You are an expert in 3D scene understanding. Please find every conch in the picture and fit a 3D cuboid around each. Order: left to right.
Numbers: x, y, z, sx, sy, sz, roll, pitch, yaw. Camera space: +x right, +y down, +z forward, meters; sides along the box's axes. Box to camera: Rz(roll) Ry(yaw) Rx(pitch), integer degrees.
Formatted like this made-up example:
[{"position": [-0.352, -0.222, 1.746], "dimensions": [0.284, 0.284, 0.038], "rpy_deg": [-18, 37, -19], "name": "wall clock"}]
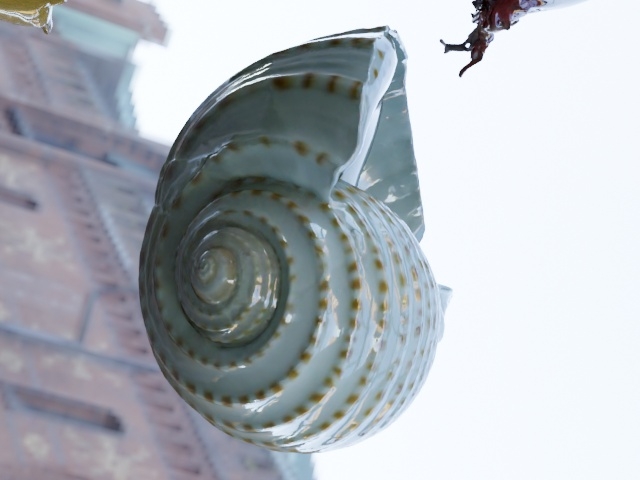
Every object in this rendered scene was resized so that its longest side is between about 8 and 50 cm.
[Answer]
[{"position": [-0.017, 0.000, 1.364], "dimensions": [0.319, 0.215, 0.303], "rpy_deg": [29, 62, -82], "name": "conch"}]

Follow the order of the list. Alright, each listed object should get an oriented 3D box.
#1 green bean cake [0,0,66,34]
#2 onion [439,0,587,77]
[{"position": [-0.187, -0.272, 1.163], "dimensions": [0.229, 0.131, 0.224], "rpy_deg": [120, -25, -46], "name": "green bean cake"}, {"position": [0.197, -0.299, 1.874], "dimensions": [0.273, 0.273, 0.285], "rpy_deg": [14, -89, 65], "name": "onion"}]
